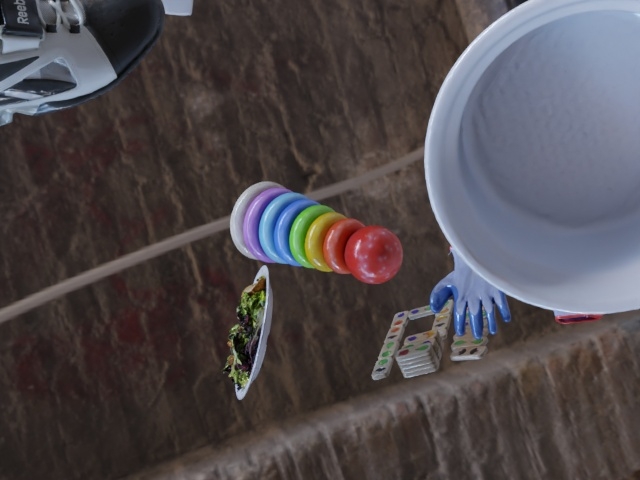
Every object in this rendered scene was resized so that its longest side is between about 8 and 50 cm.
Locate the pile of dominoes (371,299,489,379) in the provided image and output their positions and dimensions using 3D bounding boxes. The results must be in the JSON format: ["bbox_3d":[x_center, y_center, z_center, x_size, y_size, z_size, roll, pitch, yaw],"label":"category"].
[{"bbox_3d":[0.190,0.146,1.290,0.040,0.195,0.251,66,-158,-14],"label":"pile of dominoes"}]

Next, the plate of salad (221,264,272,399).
[{"bbox_3d":[-0.110,0.133,1.122,0.200,0.048,0.200,-168,90,-76],"label":"plate of salad"}]

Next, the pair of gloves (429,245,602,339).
[{"bbox_3d":[0.223,0.043,0.875,0.159,0.198,0.023,-87,-15,-50],"label":"pair of gloves"}]

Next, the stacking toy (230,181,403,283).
[{"bbox_3d":[0.000,0.000,1.246,0.330,0.141,0.141,19,129,44],"label":"stacking toy"}]

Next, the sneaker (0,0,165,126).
[{"bbox_3d":[-0.316,-0.203,0.761,0.122,0.330,0.146,55,166,31],"label":"sneaker"}]

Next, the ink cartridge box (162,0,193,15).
[{"bbox_3d":[-0.240,-0.481,1.068,0.198,0.114,0.273,-120,35,-51],"label":"ink cartridge box"}]

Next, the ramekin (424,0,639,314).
[{"bbox_3d":[0.233,-0.089,0.663,0.135,0.277,0.277,-65,-34,-63],"label":"ramekin"}]
